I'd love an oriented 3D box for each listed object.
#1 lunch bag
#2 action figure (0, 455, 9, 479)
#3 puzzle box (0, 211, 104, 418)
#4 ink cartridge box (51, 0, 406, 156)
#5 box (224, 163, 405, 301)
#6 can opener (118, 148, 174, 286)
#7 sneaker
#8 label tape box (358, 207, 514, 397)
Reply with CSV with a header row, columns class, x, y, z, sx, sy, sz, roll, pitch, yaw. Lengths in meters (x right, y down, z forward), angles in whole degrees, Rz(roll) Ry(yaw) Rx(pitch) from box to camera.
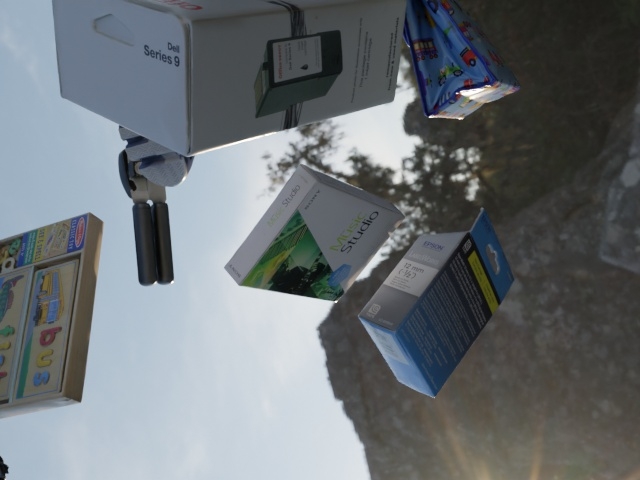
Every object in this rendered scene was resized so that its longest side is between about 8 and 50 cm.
class,x,y,z,sx,sy,sz,roll,pitch,yaw
lunch bag,0.216,-0.375,1.332,0.221,0.138,0.293,-17,-98,-64
action figure,-0.592,0.447,1.261,0.141,0.164,0.275,-16,-69,-52
puzzle box,-0.589,0.155,1.555,0.052,0.272,0.409,47,-146,-53
ink cartridge box,-0.087,-0.195,0.755,0.289,0.211,0.121,-23,-52,-43
box,0.000,0.000,1.390,0.058,0.232,0.322,47,-163,32
can opener,-0.337,-0.048,1.479,0.074,0.093,0.280,-4,-99,-36
sneaker,-0.239,-0.255,1.102,0.182,0.127,0.315,-53,-49,-48
label tape box,0.261,0.124,1.632,0.347,0.115,0.249,-51,-48,-22
